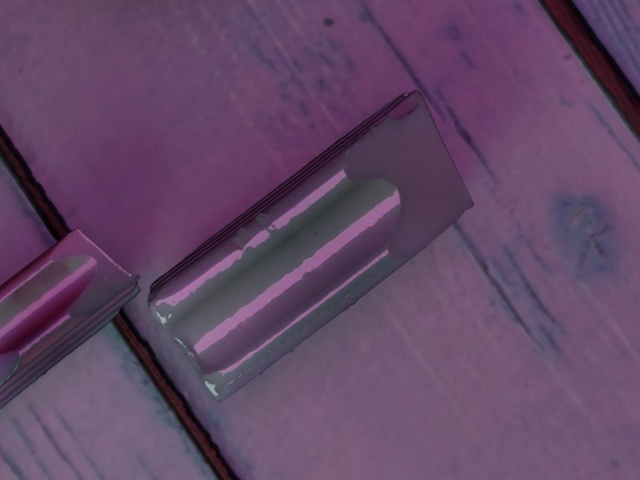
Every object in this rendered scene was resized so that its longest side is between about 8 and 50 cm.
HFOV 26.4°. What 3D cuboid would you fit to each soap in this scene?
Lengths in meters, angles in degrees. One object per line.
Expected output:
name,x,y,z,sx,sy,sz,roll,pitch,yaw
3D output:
soap,-0.191,0.055,0.907,0.149,0.100,0.056,-39,87,-7
soap,0.000,0.000,0.913,0.230,0.145,0.091,-36,96,-3
